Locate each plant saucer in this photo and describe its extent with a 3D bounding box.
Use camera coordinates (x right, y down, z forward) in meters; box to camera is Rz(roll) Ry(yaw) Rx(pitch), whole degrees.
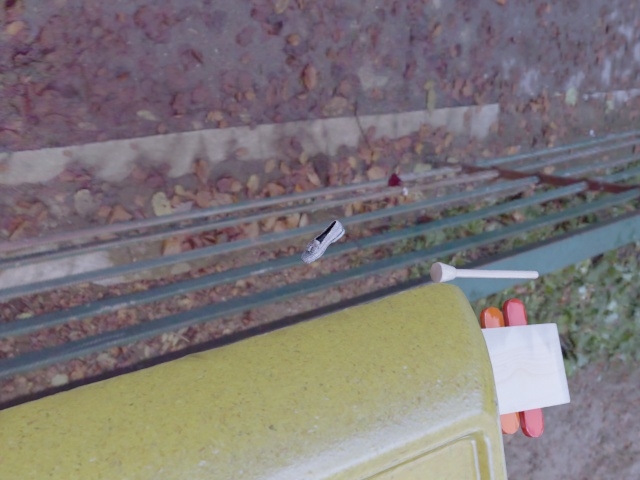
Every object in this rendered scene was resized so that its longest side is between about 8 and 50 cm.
[{"bbox_3d":[-0.011,0.218,0.337,0.333,0.081,0.332,-13,98,-28],"label":"plant saucer"}]

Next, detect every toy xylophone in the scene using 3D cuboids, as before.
[{"bbox_3d":[0.233,0.155,0.949,0.323,0.081,0.236,10,72,-29],"label":"toy xylophone"}]

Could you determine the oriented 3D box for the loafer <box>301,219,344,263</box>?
[{"bbox_3d":[0.000,0.000,1.574,0.125,0.045,0.039,-41,132,-10],"label":"loafer"}]
